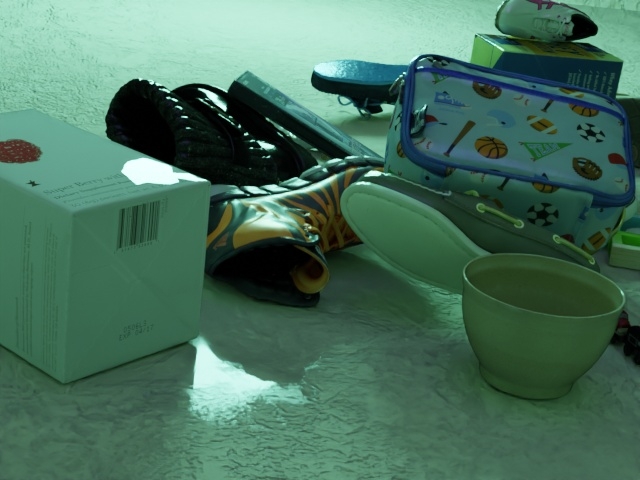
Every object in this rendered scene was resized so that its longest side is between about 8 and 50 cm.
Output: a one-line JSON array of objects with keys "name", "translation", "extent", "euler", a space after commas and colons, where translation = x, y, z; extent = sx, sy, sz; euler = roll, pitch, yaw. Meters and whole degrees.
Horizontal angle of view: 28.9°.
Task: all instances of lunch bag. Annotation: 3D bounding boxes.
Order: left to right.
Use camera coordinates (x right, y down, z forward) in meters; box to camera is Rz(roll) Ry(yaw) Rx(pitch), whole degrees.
[{"name": "lunch bag", "translation": [0.221, -0.116, 1.499], "extent": [0.303, 0.115, 0.243], "euler": [14, 45, -3]}]

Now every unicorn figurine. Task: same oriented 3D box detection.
[{"name": "unicorn figurine", "translation": [-0.034, -0.164, 1.943], "extent": [0.162, 0.060, 0.111], "euler": [22, 19, -6]}]

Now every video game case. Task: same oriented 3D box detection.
[{"name": "video game case", "translation": [-0.002, -0.152, 1.751], "extent": [0.274, 0.026, 0.196], "euler": [31, 11, -5]}]

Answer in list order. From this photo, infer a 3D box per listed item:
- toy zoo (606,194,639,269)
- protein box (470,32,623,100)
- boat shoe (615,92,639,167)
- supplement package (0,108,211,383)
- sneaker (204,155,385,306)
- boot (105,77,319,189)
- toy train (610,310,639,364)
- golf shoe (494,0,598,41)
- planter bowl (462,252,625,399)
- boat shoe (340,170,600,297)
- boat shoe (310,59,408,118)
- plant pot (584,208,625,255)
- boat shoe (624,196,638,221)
[{"name": "toy zoo", "translation": [0.497, -0.012, 1.736], "extent": [0.192, 0.030, 0.293], "euler": [10, 21, 9]}, {"name": "protein box", "translation": [0.345, -0.213, 1.979], "extent": [0.201, 0.200, 0.136], "euler": [2, 20, -15]}, {"name": "boat shoe", "translation": [0.512, -0.203, 2.130], "extent": [0.324, 0.123, 0.116], "euler": [16, 20, 19]}, {"name": "supplement package", "translation": [-0.278, -0.008, 1.258], "extent": [0.293, 0.175, 0.177], "euler": [22, 26, 36]}, {"name": "sneaker", "translation": [0.000, 0.000, 1.444], "extent": [0.321, 0.124, 0.180], "euler": [-14, 31, -21]}, {"name": "boot", "translation": [-0.185, -0.139, 1.610], "extent": [0.260, 0.131, 0.348], "euler": [10, 13, -45]}, {"name": "toy train", "translation": [0.329, 0.092, 1.392], "extent": [0.027, 0.036, 0.158], "euler": [-1, 22, -20]}, {"name": "golf shoe", "translation": [0.359, -0.350, 1.965], "extent": [0.186, 0.067, 0.086], "euler": [-5, 22, -35]}, {"name": "planter bowl", "translation": [0.216, 0.092, 1.253], "extent": [0.162, 0.109, 0.162], "euler": [6, 21, -2]}, {"name": "boat shoe", "translation": [0.169, 0.002, 1.381], "extent": [0.305, 0.109, 0.091], "euler": [27, 52, 2]}, {"name": "boat shoe", "translation": [0.099, -0.258, 2.191], "extent": [0.258, 0.089, 0.109], "euler": [3, 33, -26]}, {"name": "plant pot", "translation": [0.306, -0.020, 1.574], "extent": [0.134, 0.095, 0.134], "euler": [7, 46, -7]}, {"name": "boat shoe", "translation": [0.337, -0.049, 1.674], "extent": [0.219, 0.070, 0.078], "euler": [-13, 19, -25]}]
